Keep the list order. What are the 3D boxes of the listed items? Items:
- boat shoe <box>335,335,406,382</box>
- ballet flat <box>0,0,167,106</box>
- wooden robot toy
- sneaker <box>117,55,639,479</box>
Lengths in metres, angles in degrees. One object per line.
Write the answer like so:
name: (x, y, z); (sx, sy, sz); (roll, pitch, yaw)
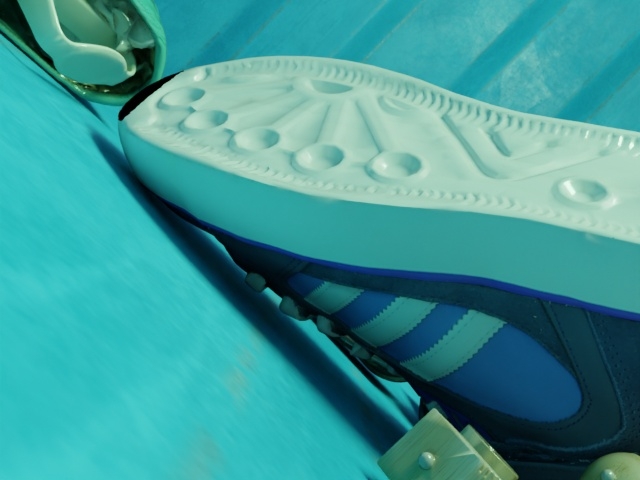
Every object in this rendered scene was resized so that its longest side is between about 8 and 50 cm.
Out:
boat shoe: (0.000, 0.001, 0.624); (0.223, 0.080, 0.073); (50, -3, 12)
ballet flat: (-0.151, -0.143, 0.458); (0.087, 0.083, 0.247); (62, 11, 29)
wooden robot toy: (0.095, 0.102, 0.352); (0.173, 0.079, 0.076); (45, 1, -29)
sneaker: (0.051, 0.051, 0.463); (0.322, 0.130, 0.236); (14, -51, 21)
